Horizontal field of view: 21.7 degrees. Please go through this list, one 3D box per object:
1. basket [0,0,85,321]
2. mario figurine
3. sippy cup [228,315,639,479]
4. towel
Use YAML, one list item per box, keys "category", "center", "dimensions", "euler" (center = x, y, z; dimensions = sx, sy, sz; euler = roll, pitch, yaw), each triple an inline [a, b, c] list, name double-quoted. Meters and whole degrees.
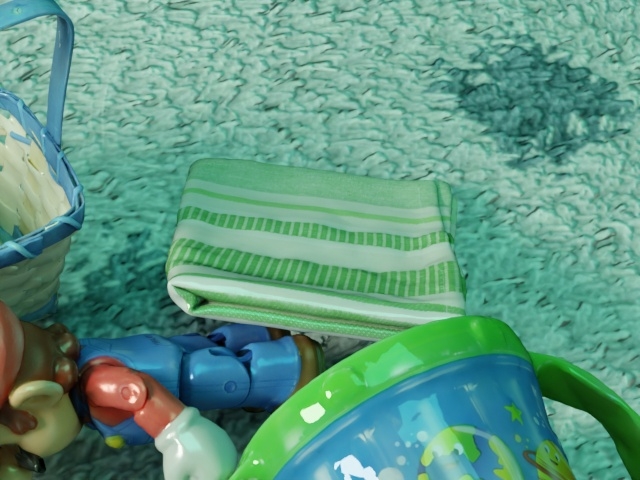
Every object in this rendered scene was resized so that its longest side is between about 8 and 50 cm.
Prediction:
- category: "basket"
  center: [-0.314, -0.044, 1.299]
  dimensions: [0.255, 0.289, 0.201]
  euler: [-20, 55, -29]
- category: "mario figurine"
  center: [-0.166, 0.135, 1.255]
  dimensions: [0.320, 0.198, 0.170]
  euler: [0, 66, -24]
- category: "sippy cup"
  center: [0.092, 0.208, 1.161]
  dimensions: [0.305, 0.240, 0.224]
  euler: [-36, 62, 9]
- category: "towel"
  center: [0.000, 0.000, 1.394]
  dimensions: [0.248, 0.038, 0.325]
  euler: [7, 21, -2]
